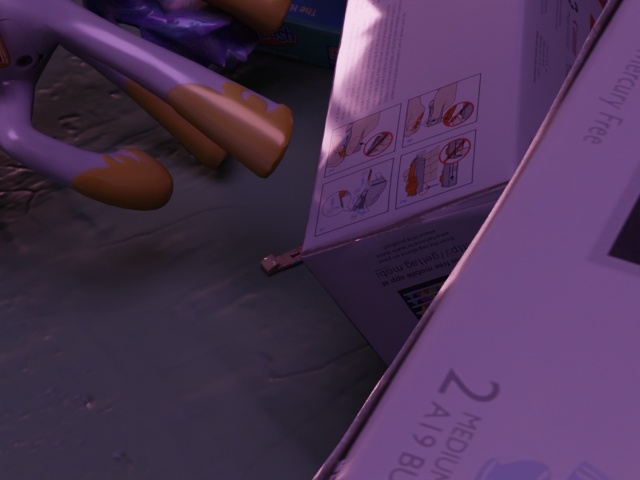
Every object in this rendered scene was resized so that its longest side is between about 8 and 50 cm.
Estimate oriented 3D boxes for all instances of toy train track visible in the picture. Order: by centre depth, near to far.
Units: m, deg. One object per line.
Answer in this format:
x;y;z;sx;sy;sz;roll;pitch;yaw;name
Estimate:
0.000;0.000;1.166;0.083;0.014;0.048;-23;48;-22;toy train track

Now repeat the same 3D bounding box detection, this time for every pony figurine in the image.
-0.199;-0.178;1.161;0.363;0.303;0.351;25;30;-16;pony figurine

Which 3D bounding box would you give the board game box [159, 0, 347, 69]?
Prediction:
-0.014;-0.231;1.350;0.160;0.047;0.210;14;60;15;board game box

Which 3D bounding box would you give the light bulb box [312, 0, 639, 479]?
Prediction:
0.155;0.139;0.731;0.225;0.361;0.358;19;47;18;light bulb box

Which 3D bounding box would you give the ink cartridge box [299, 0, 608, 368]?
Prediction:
0.125;-0.026;1.077;0.130;0.272;0.309;-19;37;25;ink cartridge box
